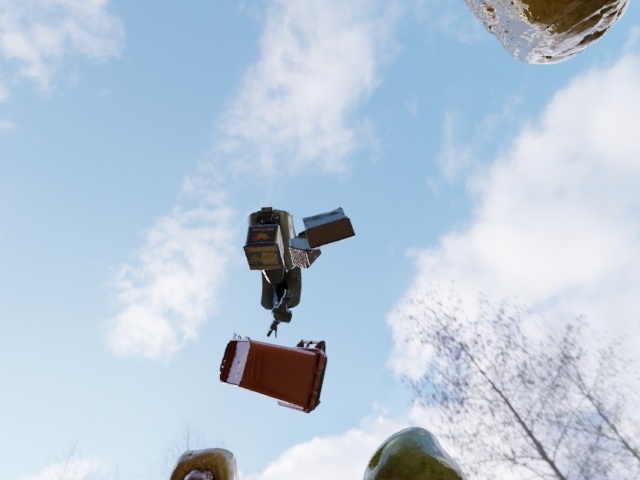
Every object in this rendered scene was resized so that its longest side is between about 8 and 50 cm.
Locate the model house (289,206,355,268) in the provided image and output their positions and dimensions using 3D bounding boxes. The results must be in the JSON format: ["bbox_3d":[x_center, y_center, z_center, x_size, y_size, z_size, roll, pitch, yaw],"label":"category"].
[{"bbox_3d":[0.000,0.000,0.652,0.083,0.058,0.057,-16,-57,-4],"label":"model house"}]

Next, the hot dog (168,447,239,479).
[{"bbox_3d":[-0.216,0.535,0.965,0.150,0.153,0.257,-3,-80,5],"label":"hot dog"}]

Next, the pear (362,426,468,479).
[{"bbox_3d":[0.178,0.464,0.970,0.200,0.200,0.200,-7,-60,-12],"label":"pear"}]

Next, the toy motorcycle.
[{"bbox_3d":[-0.083,0.054,0.959,0.090,0.157,0.263,-3,-46,5],"label":"toy motorcycle"}]

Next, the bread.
[{"bbox_3d":[0.269,-0.399,0.743,0.148,0.328,0.337,-37,-92,14],"label":"bread"}]

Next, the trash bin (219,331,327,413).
[{"bbox_3d":[-0.113,0.313,1.281,0.238,0.161,0.185,26,-112,-31],"label":"trash bin"}]
